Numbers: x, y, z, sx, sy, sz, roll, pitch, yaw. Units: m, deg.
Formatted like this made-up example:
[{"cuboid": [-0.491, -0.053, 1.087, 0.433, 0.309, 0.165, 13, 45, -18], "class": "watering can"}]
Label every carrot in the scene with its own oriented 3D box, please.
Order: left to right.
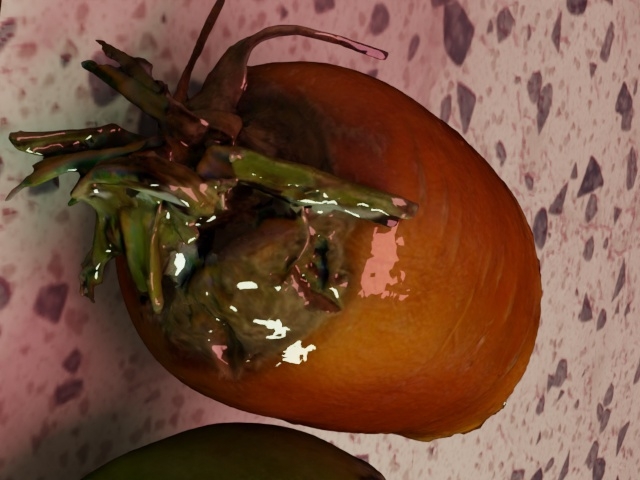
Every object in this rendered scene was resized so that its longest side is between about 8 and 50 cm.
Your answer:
[{"cuboid": [0.000, 0.000, 0.688, 0.331, 0.193, 0.214, 19, 104, -55], "class": "carrot"}]

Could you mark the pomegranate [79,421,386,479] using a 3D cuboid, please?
[{"cuboid": [-0.043, 0.249, 0.624, 0.291, 0.323, 0.290, -11, 119, -20], "class": "pomegranate"}]
